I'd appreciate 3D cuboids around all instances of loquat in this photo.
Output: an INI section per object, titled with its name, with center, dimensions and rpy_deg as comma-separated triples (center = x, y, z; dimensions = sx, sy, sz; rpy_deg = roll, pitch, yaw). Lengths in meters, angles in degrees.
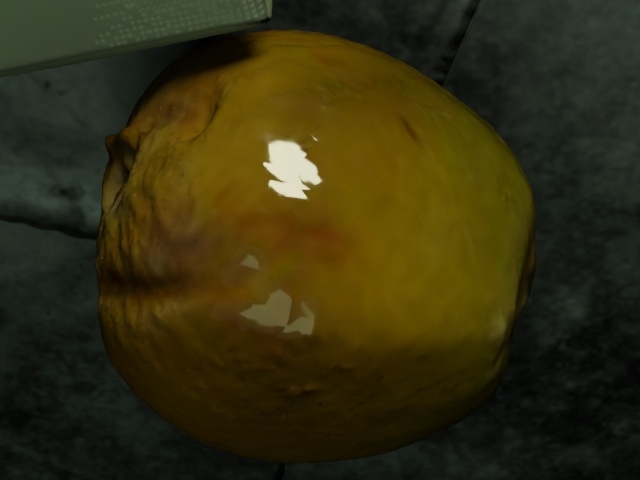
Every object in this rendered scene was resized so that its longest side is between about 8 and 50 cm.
[loquat]
center = 0.000, 0.000, 0.881
dimensions = 0.284, 0.276, 0.276
rpy_deg = 11, 129, -11

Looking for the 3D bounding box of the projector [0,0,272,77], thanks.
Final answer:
[projector]
center = -0.154, -0.202, 0.788
dimensions = 0.243, 0.163, 0.177
rpy_deg = -10, 131, 6
